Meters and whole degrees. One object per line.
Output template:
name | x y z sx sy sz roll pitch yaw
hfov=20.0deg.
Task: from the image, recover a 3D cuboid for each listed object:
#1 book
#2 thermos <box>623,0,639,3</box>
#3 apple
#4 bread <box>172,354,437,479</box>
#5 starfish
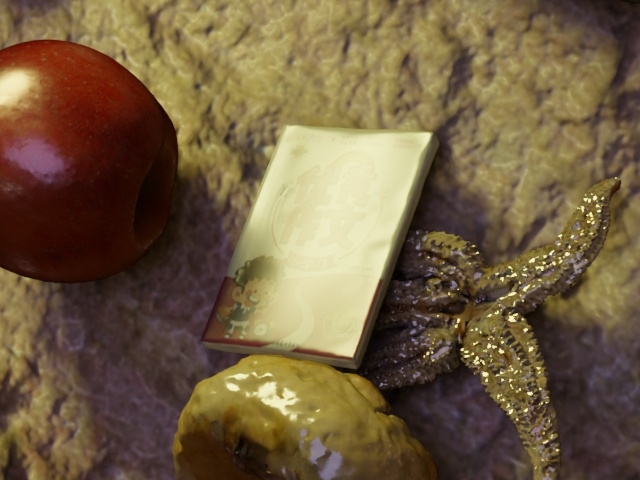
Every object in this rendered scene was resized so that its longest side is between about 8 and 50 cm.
book | 0.000 0.000 1.609 0.162 0.022 0.232 6 64 31
thermos | 0.181 -0.324 1.599 0.265 0.146 0.176 21 94 26
apple | -0.238 -0.071 1.649 0.201 0.218 0.218 13 85 15
bread | -0.007 0.195 1.536 0.244 0.244 0.134 36 53 20
starfish | 0.100 0.079 1.580 0.294 0.084 0.301 3 71 28
